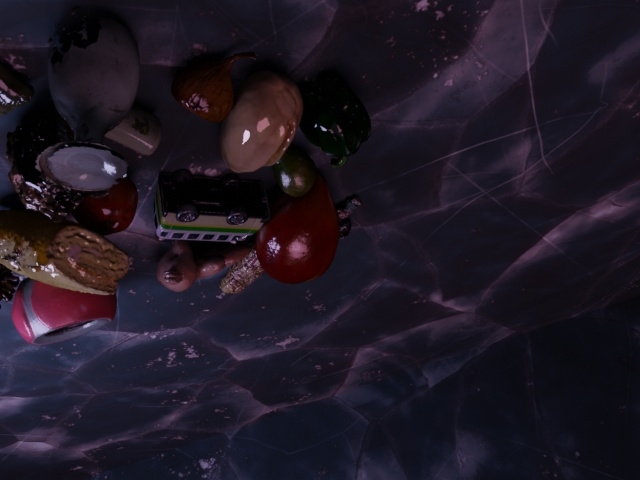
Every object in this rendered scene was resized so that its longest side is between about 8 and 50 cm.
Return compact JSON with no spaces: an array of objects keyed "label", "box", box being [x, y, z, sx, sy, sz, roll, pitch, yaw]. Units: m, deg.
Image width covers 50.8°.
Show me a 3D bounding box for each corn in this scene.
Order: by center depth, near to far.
[{"label":"corn","box":[-0.244,0.093,2.243,0.098,0.098,0.290,12,138,-37]}]

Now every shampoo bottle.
[{"label":"shampoo bottle","box":[-0.485,-0.286,1.551,0.087,0.118,0.234,-38,141,26]}]

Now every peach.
[{"label":"peach","box":[-0.055,-0.014,2.009,0.257,0.201,0.362,12,124,-18]}]

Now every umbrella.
[{"label":"umbrella","box":[-0.004,-0.002,2.233,0.248,0.071,0.071,-29,145,17]}]

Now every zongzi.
[{"label":"zongzi","box":[-0.714,-0.333,1.446,0.130,0.062,0.154,-18,143,26]}]

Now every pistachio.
[{"label":"pistachio","box":[-0.153,-0.288,1.662,0.187,0.188,0.299,4,147,-29]}]

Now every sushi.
[{"label":"sushi","box":[-0.630,-0.177,1.553,0.218,0.239,0.225,-22,131,16]}]

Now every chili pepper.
[{"label":"chili pepper","box":[0.043,-0.292,1.732,0.165,0.173,0.261,-52,147,-14]}]

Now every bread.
[{"label":"bread","box":[-0.689,0.026,1.720,0.375,0.165,0.236,12,166,37]}]

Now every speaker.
[{"label":"speaker","box":[-0.764,0.192,2.003,0.294,0.294,0.294,-11,147,-8]}]

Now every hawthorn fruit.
[{"label":"hawthorn fruit","box":[-0.556,-0.089,1.739,0.179,0.200,0.179,-17,148,-11]}]

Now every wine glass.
[{"label":"wine glass","box":[-0.464,-0.281,1.366,0.190,0.357,0.190,-4,155,-2]}]

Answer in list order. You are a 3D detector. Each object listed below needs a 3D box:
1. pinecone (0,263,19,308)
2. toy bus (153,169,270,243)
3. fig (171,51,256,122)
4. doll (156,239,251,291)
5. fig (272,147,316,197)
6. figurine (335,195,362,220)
[{"label":"pinecone","box":[-0.995,0.137,1.879,0.309,0.244,0.244,-33,147,-3]},{"label":"toy bus","box":[-0.314,-0.082,1.908,0.305,0.143,0.179,2,146,-27]},{"label":"fig","box":[-0.243,-0.373,1.541,0.201,0.134,0.146,-51,150,19]},{"label":"doll","box":[-0.372,0.043,2.099,0.303,0.156,0.201,-26,-168,-22]},{"label":"fig","box":[-0.086,-0.198,1.863,0.123,0.123,0.156,-35,131,27]},{"label":"figurine","box":[0.079,-0.102,2.139,0.106,0.047,0.060,-37,158,23]}]
